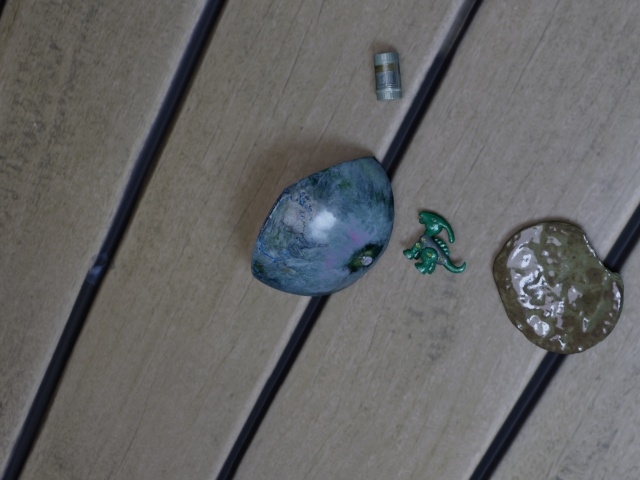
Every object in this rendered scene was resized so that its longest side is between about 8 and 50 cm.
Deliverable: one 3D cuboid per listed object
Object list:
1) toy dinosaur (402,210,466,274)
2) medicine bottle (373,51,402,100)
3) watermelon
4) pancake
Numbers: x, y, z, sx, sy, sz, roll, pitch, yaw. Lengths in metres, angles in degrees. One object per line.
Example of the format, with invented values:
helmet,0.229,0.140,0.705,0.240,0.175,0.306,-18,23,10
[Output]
toy dinosaur,0.209,0.013,1.921,0.132,0.059,0.096,45,107,18
medicine bottle,0.121,-0.294,1.905,0.047,0.047,0.083,-3,98,23
watermelon,0.005,0.004,1.927,0.175,0.188,0.322,37,117,17
pancake,0.414,0.081,1.854,0.236,0.042,0.222,36,115,16
